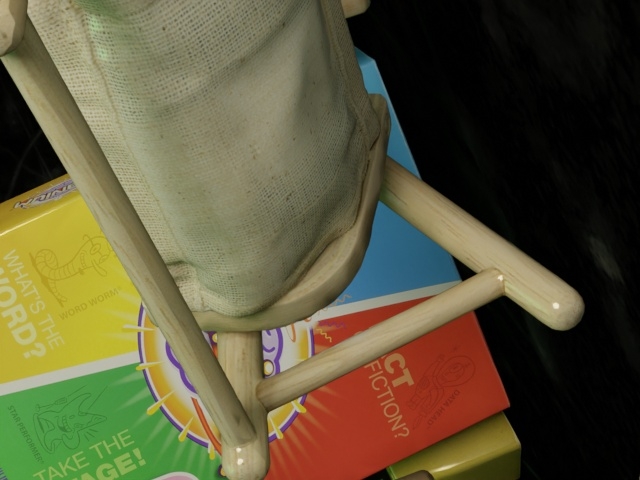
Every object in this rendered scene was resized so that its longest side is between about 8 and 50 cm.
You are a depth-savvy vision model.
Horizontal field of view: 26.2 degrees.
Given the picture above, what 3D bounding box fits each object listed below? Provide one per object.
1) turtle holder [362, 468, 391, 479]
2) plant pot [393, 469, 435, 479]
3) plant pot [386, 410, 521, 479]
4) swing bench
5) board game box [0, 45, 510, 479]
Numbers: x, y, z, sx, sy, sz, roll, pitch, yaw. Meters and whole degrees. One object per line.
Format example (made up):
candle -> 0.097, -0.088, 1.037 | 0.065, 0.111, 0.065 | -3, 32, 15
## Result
turtle holder -> 0.016, 0.253, 1.022 | 0.243, 0.320, 0.227 | 37, 143, -2
plant pot -> 0.121, 0.208, 0.655 | 0.237, 0.110, 0.237 | 156, 90, -89
plant pot -> 0.080, 0.133, 0.926 | 0.081, 0.083, 0.081 | 62, 174, 26
swing bench -> -0.036, -0.094, 0.527 | 0.253, 0.165, 0.254 | 69, 174, -48
board game box -> -0.074, 0.058, 0.815 | 0.242, 0.317, 0.064 | 66, 175, -21
